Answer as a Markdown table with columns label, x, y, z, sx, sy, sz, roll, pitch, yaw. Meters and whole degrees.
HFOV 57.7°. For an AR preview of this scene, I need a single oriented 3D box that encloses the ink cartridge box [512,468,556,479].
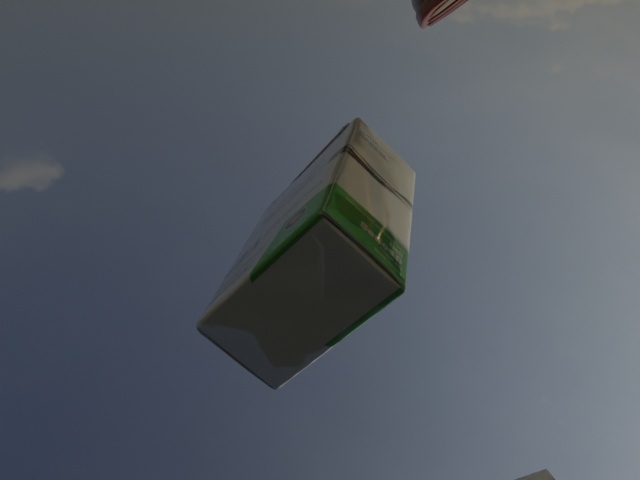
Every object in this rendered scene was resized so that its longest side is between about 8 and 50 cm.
| label | x | y | z | sx | sy | sz | roll | pitch | yaw |
| --- | --- | --- | --- | --- | --- | --- | --- | --- | --- |
| ink cartridge box | 0.315 | 0.415 | 0.758 | 0.086 | 0.148 | 0.203 | -21 | 177 | 4 |

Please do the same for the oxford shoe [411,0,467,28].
| label | x | y | z | sx | sy | sz | roll | pitch | yaw |
| --- | --- | --- | --- | --- | --- | --- | --- | --- | --- |
| oxford shoe | 0.157 | -0.375 | 0.759 | 0.123 | 0.130 | 0.348 | -29 | -161 | 29 |

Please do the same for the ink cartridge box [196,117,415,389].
| label | x | y | z | sx | sy | sz | roll | pitch | yaw |
| --- | --- | --- | --- | --- | --- | --- | --- | --- | --- |
| ink cartridge box | 0.000 | 0.000 | 0.701 | 0.121 | 0.211 | 0.289 | 41 | -151 | -12 |
